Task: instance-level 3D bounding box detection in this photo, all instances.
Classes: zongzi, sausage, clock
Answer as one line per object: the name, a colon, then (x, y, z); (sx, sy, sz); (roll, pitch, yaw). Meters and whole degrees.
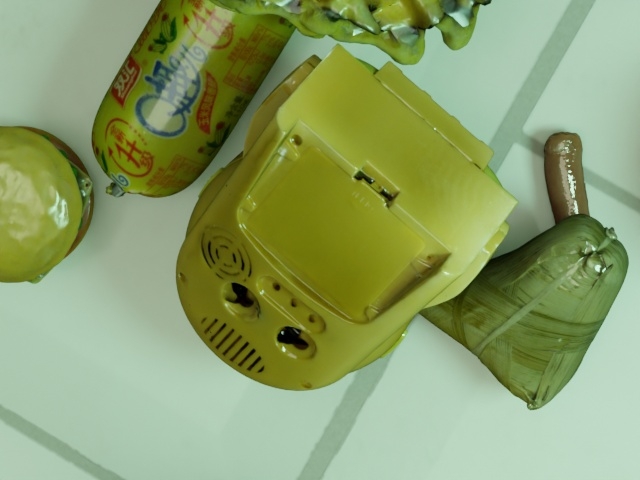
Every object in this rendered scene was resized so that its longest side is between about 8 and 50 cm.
zongzi: (0.174, 0.035, 1.753); (0.197, 0.099, 0.194); (36, 122, 15)
sausage: (-0.105, -0.182, 1.780); (0.123, 0.123, 0.347); (33, 100, 5)
clock: (0.000, 0.000, 1.708); (0.244, 0.200, 0.317); (44, 130, 0)
sausage: (0.239, -0.024, 1.781); (0.042, 0.036, 0.158); (-10, 95, 36)

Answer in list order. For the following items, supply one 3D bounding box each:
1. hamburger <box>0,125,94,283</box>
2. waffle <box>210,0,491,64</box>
hamburger: (-0.297, -0.036, 1.828); (0.162, 0.115, 0.162); (1, 97, 11)
waffle: (0.013, -0.358, 1.692); (0.382, 0.095, 0.380); (21, 77, -10)
